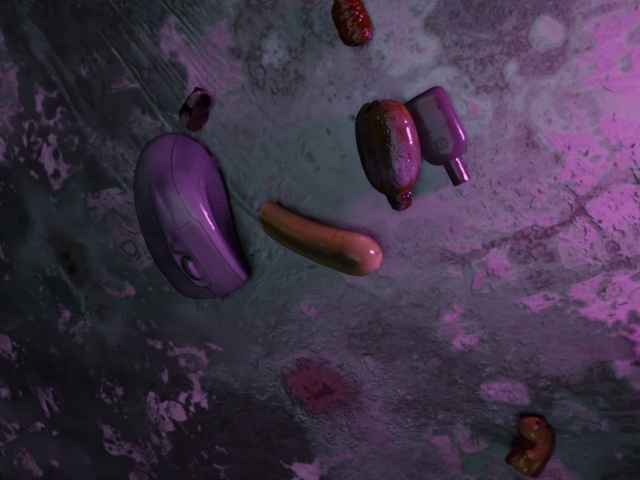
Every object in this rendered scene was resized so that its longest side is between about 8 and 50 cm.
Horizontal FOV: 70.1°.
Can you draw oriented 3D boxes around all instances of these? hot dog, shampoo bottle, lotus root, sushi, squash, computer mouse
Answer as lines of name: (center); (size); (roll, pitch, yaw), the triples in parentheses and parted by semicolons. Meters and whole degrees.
hot dog: (0.051, -0.368, 0.766); (0.058, 0.035, 0.083); (-21, 99, 22)
shampoo bottle: (0.204, -0.172, 0.775); (0.079, 0.040, 0.165); (-26, 96, 22)
lotus root: (0.117, -0.143, 0.776); (0.113, 0.088, 0.192); (5, 112, 58)
sushi: (-0.246, -0.260, 0.895); (0.046, 0.044, 0.083); (45, 113, 24)
squash: (0.000, 0.000, 0.872); (0.250, 0.083, 0.083); (22, 111, 13)
computer mouse: (-0.275, -0.029, 0.928); (0.188, 0.122, 0.371); (-14, 105, 21)

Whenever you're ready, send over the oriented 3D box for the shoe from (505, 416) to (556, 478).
shoe: (0.400, 0.394, 0.866); (0.069, 0.072, 0.109); (18, 111, 6)
